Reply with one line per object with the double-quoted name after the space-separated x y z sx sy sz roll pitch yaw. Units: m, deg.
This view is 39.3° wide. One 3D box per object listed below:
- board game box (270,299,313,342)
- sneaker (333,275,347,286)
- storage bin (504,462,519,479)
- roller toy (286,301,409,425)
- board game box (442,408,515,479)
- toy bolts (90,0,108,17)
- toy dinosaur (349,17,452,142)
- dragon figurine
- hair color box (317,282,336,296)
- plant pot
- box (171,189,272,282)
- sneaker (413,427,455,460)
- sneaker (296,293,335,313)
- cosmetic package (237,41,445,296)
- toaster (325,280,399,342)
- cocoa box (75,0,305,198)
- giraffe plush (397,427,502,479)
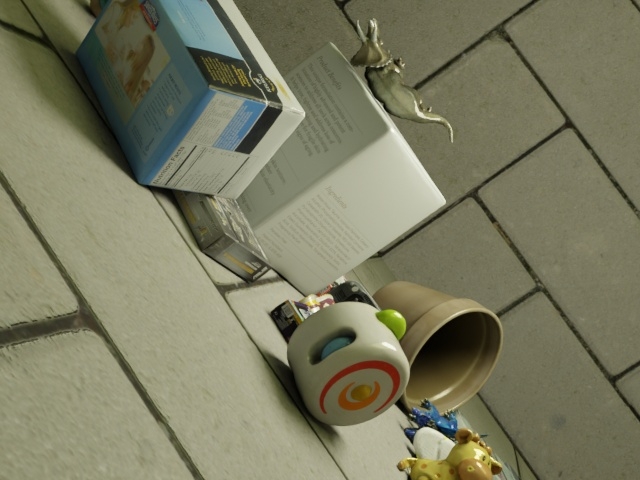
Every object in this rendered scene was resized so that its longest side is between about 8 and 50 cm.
-0.016 0.199 1.727 0.170 0.048 0.141 56 7 17 "board game box"
0.039 0.112 2.366 0.077 0.072 0.178 70 -5 -76 "sneaker"
0.528 0.707 2.574 0.098 0.091 0.135 53 9 -9 "storage bin"
0.048 0.217 1.529 0.191 0.209 0.146 4 36 -25 "roller toy"
0.426 0.616 2.356 0.303 0.098 0.224 52 8 -22 "board game box"
-0.421 -0.452 1.962 0.218 0.159 0.228 -52 124 -39 "toy bolts"
0.159 -0.317 1.927 0.313 0.121 0.160 59 22 4 "toy dinosaur"
0.301 0.467 2.159 0.289 0.085 0.144 33 13 -25 "dragon figurine"
-0.020 0.072 2.224 0.141 0.043 0.072 56 8 7 "hair color box"
0.260 0.248 2.324 0.280 0.323 0.323 40 -4 45 "plant pot"
-0.196 -0.047 1.679 0.231 0.056 0.183 59 11 31 "box"
0.279 0.514 2.063 0.240 0.091 0.126 52 -10 -14 "sneaker"
-0.005 0.163 1.904 0.083 0.070 0.185 65 16 11 "sneaker"
-0.001 -0.152 2.015 0.327 0.394 0.329 44 14 -50 "cosmetic package"
0.097 0.206 2.057 0.227 0.129 0.146 56 6 21 "toaster"
-0.238 -0.280 1.584 0.228 0.231 0.347 7 44 -47 "cocoa box"
0.279 0.482 1.814 0.181 0.170 0.210 44 13 -49 "giraffe plush"
